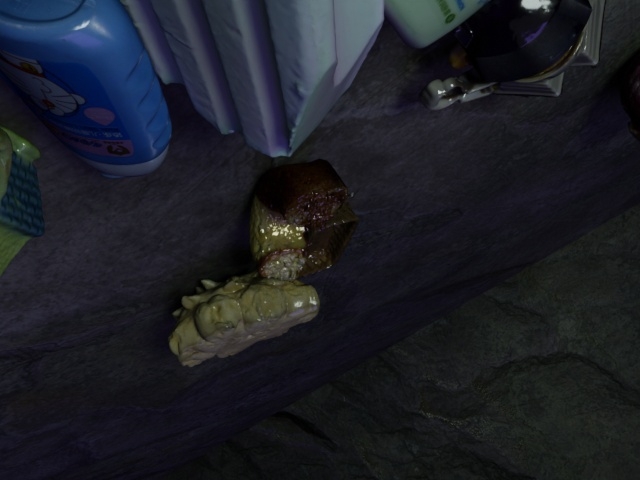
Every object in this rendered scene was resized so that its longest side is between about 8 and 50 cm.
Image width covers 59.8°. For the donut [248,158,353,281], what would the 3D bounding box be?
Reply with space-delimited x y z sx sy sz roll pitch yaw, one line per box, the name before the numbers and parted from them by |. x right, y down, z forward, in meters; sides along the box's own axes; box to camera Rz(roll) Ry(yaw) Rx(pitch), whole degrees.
donut | -0.051 -0.039 0.841 0.085 0.141 0.217 0 137 -30

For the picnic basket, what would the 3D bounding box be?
picnic basket | 0.000 0.000 1.064 0.110 0.055 0.193 -16 153 -26

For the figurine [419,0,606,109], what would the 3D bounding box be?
figurine | 0.259 -0.271 0.694 0.308 0.143 0.308 -37 152 -23

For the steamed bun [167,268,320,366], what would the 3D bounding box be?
steamed bun | -0.143 0.127 1.061 0.295 0.137 0.292 -30 160 22

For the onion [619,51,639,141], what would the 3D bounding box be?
onion | 0.702 -0.334 1.006 0.349 0.159 0.267 -40 165 29

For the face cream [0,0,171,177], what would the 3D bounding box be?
face cream | -0.209 -0.133 0.502 0.264 0.149 0.083 101 10 -71

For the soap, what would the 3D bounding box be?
soap | -0.062 -0.207 0.388 0.115 0.208 0.347 -56 163 -19

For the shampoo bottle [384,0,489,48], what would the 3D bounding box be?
shampoo bottle | 0.168 -0.335 0.458 0.349 0.151 0.222 -36 150 20

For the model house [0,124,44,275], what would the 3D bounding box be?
model house | -0.364 -0.046 0.504 0.189 0.195 0.214 -51 172 -7
